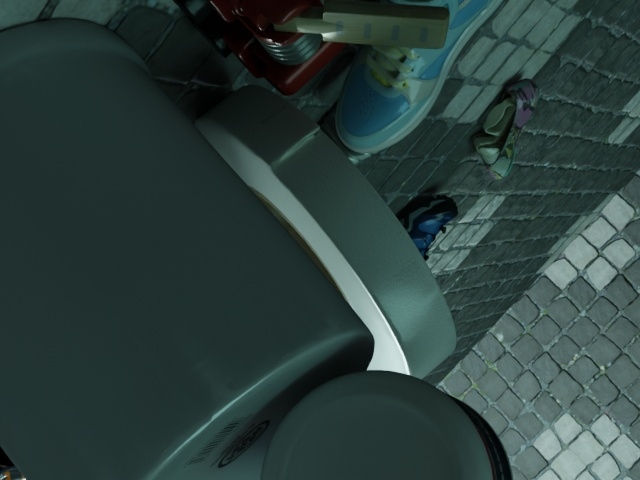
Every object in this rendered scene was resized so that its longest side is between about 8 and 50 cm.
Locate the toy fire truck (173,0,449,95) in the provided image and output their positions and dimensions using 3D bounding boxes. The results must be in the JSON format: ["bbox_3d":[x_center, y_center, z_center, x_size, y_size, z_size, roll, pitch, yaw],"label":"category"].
[{"bbox_3d":[-0.014,-0.205,0.982,0.158,0.246,0.217,-42,160,1],"label":"toy fire truck"}]

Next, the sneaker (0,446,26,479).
[{"bbox_3d":[-0.453,0.306,1.304,0.321,0.124,0.180,-36,161,-34],"label":"sneaker"}]

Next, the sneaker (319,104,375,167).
[{"bbox_3d":[0.041,-0.129,1.515,0.228,0.086,0.132,-37,167,15],"label":"sneaker"}]

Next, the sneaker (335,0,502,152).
[{"bbox_3d":[0.093,-0.253,1.282,0.319,0.127,0.208,-57,160,10],"label":"sneaker"}]

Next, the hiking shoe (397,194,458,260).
[{"bbox_3d":[0.152,0.048,1.997,0.304,0.132,0.113,-42,161,0],"label":"hiking shoe"}]

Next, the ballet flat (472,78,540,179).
[{"bbox_3d":[0.317,-0.194,1.923,0.079,0.077,0.221,-11,143,-24],"label":"ballet flat"}]

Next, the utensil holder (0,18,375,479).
[{"bbox_3d":[-0.185,0.050,0.980,0.327,0.385,0.327,-38,161,-16],"label":"utensil holder"}]

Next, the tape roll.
[{"bbox_3d":[0.000,0.000,1.230,0.072,0.392,0.392,-38,160,-12],"label":"tape roll"}]

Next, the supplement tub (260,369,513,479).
[{"bbox_3d":[0.071,0.222,0.968,0.191,0.191,0.272,-44,161,2],"label":"supplement tub"}]
